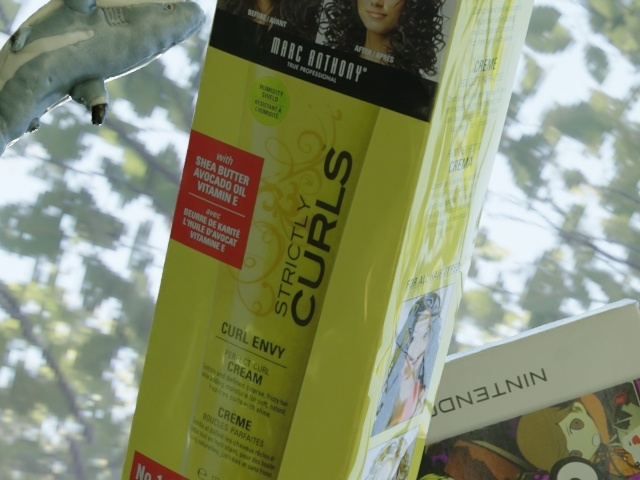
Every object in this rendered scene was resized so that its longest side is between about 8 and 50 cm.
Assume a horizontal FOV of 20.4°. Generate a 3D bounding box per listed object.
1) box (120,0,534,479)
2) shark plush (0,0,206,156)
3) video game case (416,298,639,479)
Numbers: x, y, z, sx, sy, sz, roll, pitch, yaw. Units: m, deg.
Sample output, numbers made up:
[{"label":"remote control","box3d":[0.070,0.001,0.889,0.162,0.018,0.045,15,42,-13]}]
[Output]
[{"label":"box","box3d":[0.000,0.000,0.558,0.087,0.058,0.232,23,-70,27]},{"label":"shark plush","box3d":[-0.127,-0.084,0.889,0.067,0.161,0.073,34,-43,9]},{"label":"video game case","box3d":[0.074,0.166,0.781,0.210,0.042,0.232,-17,-94,3]}]
